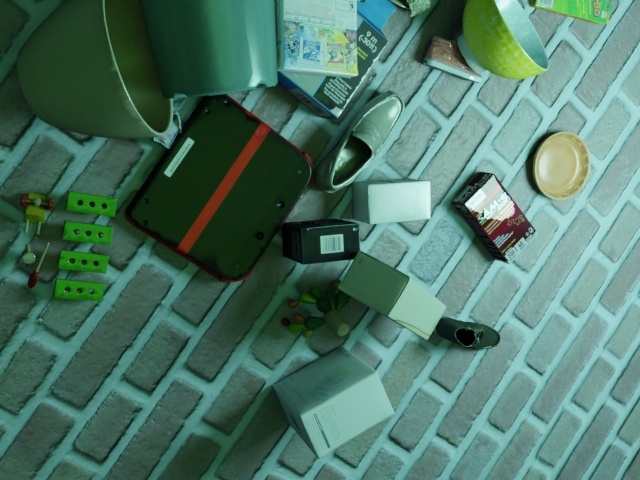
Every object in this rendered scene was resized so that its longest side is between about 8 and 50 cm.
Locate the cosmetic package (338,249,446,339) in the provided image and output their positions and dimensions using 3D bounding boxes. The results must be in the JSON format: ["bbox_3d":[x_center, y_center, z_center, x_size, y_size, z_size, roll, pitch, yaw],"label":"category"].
[{"bbox_3d":[0.190,0.144,1.877,0.113,0.160,0.309,-60,148,-2],"label":"cosmetic package"}]

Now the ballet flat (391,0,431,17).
[{"bbox_3d":[0.180,-0.654,1.863,0.241,0.091,0.077,37,110,-19],"label":"ballet flat"}]

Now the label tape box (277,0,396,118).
[{"bbox_3d":[0.024,-0.510,1.805,0.249,0.115,0.347,35,87,-23],"label":"label tape box"}]

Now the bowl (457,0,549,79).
[{"bbox_3d":[0.452,-0.527,1.930,0.156,0.289,0.289,-29,115,31],"label":"bowl"}]

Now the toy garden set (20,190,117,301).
[{"bbox_3d":[-0.587,0.007,1.687,0.204,0.049,0.244,8,97,-24],"label":"toy garden set"}]

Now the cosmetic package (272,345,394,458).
[{"bbox_3d":[0.029,0.406,1.900,0.225,0.224,0.138,-26,108,-16],"label":"cosmetic package"}]

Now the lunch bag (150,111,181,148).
[{"bbox_3d":[-0.354,-0.259,1.719,0.053,0.071,0.083,28,87,-22],"label":"lunch bag"}]

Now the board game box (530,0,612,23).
[{"bbox_3d":[0.716,-0.697,2.090,0.259,0.039,0.124,6,97,-20],"label":"board game box"}]

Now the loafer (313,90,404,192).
[{"bbox_3d":[0.111,-0.249,1.883,0.112,0.111,0.319,40,84,-23],"label":"loafer"}]

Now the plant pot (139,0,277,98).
[{"bbox_3d":[-0.236,-0.482,1.576,0.341,0.341,0.334,-11,104,-20],"label":"plant pot"}]

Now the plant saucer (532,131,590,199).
[{"bbox_3d":[0.699,-0.218,2.162,0.200,0.037,0.200,-4,101,-21],"label":"plant saucer"}]

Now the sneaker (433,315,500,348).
[{"bbox_3d":[0.438,0.278,2.098,0.222,0.118,0.083,13,94,-23],"label":"sneaker"}]

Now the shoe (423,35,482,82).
[{"bbox_3d":[0.364,-0.481,1.970,0.178,0.063,0.081,15,98,-19],"label":"shoe"}]

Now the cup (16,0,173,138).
[{"bbox_3d":[-0.483,-0.353,1.547,0.237,0.331,0.331,-13,105,7],"label":"cup"}]

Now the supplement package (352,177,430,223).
[{"bbox_3d":[0.186,-0.105,1.941,0.179,0.105,0.105,-6,101,-21],"label":"supplement package"}]

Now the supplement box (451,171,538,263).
[{"bbox_3d":[0.493,-0.064,2.088,0.130,0.073,0.239,-45,111,-9],"label":"supplement box"}]

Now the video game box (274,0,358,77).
[{"bbox_3d":[-0.008,-0.474,1.690,0.205,0.048,0.187,-2,91,-33],"label":"video game box"}]

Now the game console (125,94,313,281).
[{"bbox_3d":[-0.232,-0.123,1.807,0.342,0.060,0.386,35,85,-17],"label":"game console"}]

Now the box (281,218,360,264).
[{"bbox_3d":[0.000,0.000,1.855,0.156,0.158,0.093,-5,99,-20],"label":"box"}]

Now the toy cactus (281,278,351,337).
[{"bbox_3d":[0.018,0.187,1.893,0.219,0.180,0.112,-30,129,-9],"label":"toy cactus"}]
